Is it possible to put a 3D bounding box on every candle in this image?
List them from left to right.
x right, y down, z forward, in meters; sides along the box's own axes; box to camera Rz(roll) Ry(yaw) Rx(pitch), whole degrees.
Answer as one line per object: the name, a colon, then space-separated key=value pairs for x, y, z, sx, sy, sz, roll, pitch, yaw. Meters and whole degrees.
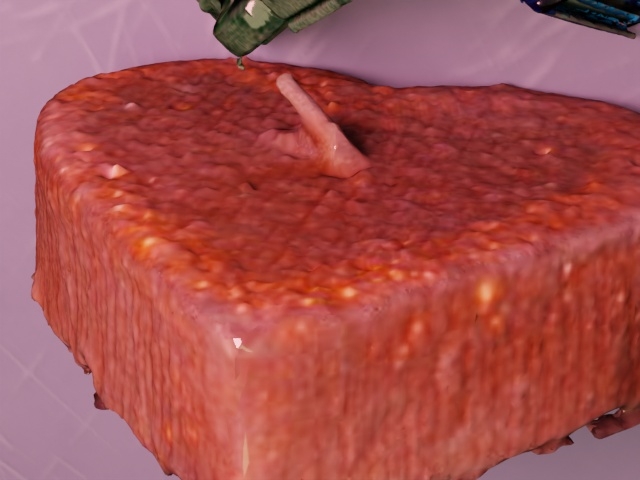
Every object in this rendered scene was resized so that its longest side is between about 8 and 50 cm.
candle: x=0.000 y=0.000 z=0.658 sx=0.317 sy=0.287 sz=0.131 roll=8 pitch=117 yaw=16

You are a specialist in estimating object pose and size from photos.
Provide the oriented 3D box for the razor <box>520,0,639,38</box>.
razor: x=0.206 y=-0.212 z=0.603 sx=0.324 sy=0.093 sz=0.056 roll=-45 pitch=64 yaw=29

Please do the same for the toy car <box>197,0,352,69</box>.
toy car: x=-0.027 y=-0.158 z=0.588 sx=0.141 sy=0.321 sz=0.097 roll=45 pitch=79 yaw=-12
